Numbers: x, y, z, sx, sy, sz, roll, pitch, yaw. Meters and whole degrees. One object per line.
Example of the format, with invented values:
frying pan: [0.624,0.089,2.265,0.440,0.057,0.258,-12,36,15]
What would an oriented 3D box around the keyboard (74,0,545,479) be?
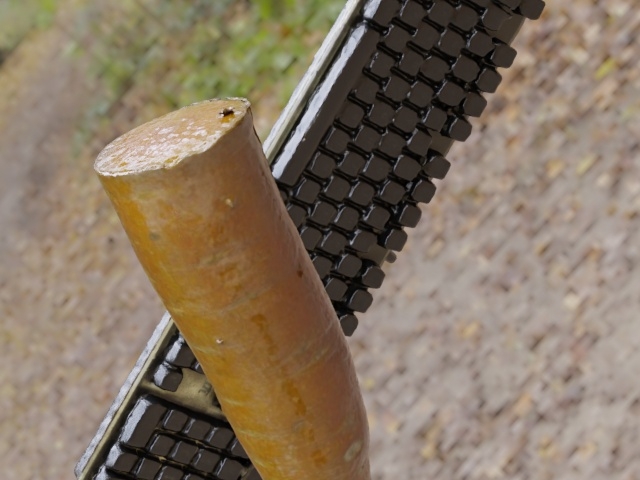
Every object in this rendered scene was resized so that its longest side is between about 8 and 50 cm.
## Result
keyboard: [0.000,0.000,0.899,0.317,0.106,0.027,-60,37,7]

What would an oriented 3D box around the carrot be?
carrot: [-0.016,0.026,0.535,0.048,0.139,0.048,-19,27,10]
